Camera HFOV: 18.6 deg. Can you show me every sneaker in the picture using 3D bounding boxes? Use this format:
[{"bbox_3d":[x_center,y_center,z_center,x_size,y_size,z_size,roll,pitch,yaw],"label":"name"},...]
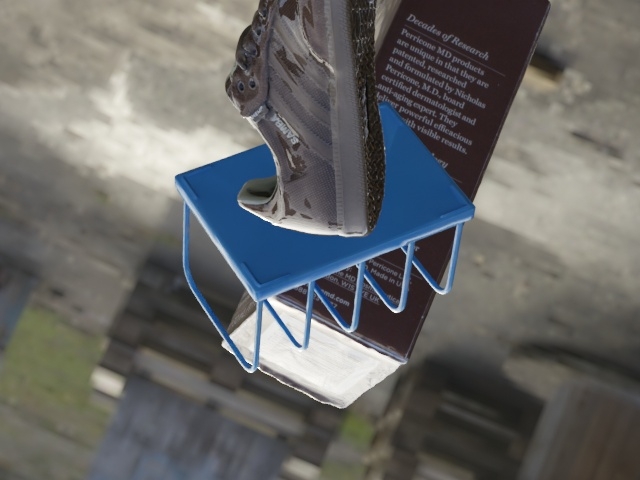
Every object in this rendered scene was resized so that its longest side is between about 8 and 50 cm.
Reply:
[{"bbox_3d":[-0.012,-0.084,0.882,0.071,0.066,0.188,3,119,13],"label":"sneaker"}]

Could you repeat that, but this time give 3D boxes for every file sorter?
[{"bbox_3d":[0.000,0.000,1.359,0.118,0.170,0.104,54,154,34],"label":"file sorter"}]

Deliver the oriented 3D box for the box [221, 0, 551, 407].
[{"bbox_3d":[0.060,-0.059,1.769,0.143,0.381,0.191,28,157,-7],"label":"box"}]
